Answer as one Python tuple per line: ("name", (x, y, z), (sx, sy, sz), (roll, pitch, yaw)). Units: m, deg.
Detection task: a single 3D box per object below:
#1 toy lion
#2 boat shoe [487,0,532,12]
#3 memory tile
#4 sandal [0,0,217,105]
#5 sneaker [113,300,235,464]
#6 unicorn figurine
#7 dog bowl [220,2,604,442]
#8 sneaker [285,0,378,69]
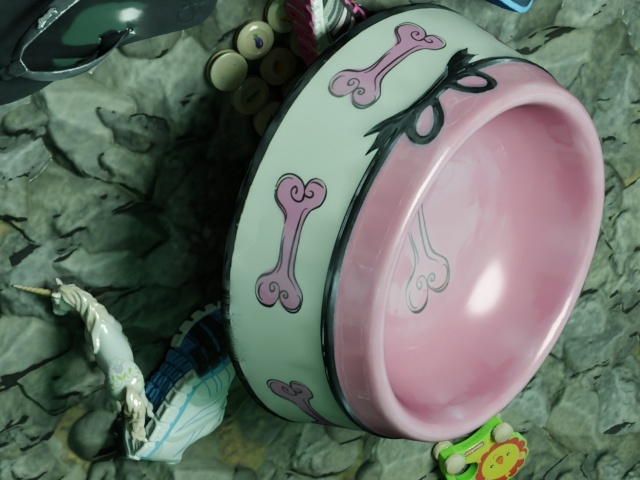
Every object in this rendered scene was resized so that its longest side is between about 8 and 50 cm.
("toy lion", (0.177, 0.235, 2.013), (0.100, 0.034, 0.096), (-31, 134, -12))
("boat shoe", (0.114, -0.292, 1.668), (0.258, 0.109, 0.089), (26, 94, -53))
("memory tile", (-0.025, -0.170, 1.693), (0.148, 0.012, 0.113), (-44, 128, -2))
("sandal", (-0.199, -0.183, 1.559), (0.254, 0.054, 0.097), (-26, 125, -16))
("sneaker", (-0.112, 0.137, 1.778), (0.083, 0.071, 0.191), (29, 107, -43))
("unicorn figurine", (-0.195, 0.099, 1.689), (0.060, 0.162, 0.111), (-39, 155, -13))
("dog bowl", (0.102, 0.001, 1.685), (0.408, 0.150, 0.408), (-29, 131, -41))
("sneaker", (0.017, -0.198, 1.656), (0.074, 0.063, 0.170), (-29, 130, -14))
